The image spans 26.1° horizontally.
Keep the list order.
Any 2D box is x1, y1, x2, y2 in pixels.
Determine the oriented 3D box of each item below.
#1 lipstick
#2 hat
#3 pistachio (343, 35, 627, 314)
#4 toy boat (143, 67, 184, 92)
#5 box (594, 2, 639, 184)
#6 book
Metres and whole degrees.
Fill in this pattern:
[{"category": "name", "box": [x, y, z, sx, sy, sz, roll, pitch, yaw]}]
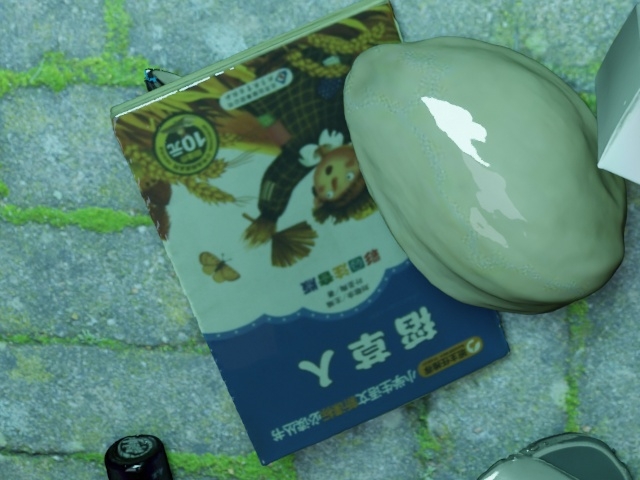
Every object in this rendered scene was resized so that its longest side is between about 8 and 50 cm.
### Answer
[{"category": "lipstick", "box": [-0.200, 0.374, 1.692, 0.081, 0.081, 0.300, -4, 117, 11]}, {"category": "hat", "box": [0.280, 0.351, 1.559, 0.275, 0.161, 0.232, 26, 116, -1]}, {"category": "pistachio", "box": [0.154, -0.067, 1.314, 0.226, 0.208, 0.332, -36, 109, 19]}, {"category": "toy boat", "box": [-0.099, -0.108, 1.420, 0.210, 0.066, 0.084, 40, 96, -9]}, {"category": "box", "box": [0.383, -0.099, 1.261, 0.251, 0.203, 0.106, 24, 121, -4]}, {"category": "book", "box": [0.000, 0.000, 1.415, 0.300, 0.039, 0.428, -24, 114, -6]}]
